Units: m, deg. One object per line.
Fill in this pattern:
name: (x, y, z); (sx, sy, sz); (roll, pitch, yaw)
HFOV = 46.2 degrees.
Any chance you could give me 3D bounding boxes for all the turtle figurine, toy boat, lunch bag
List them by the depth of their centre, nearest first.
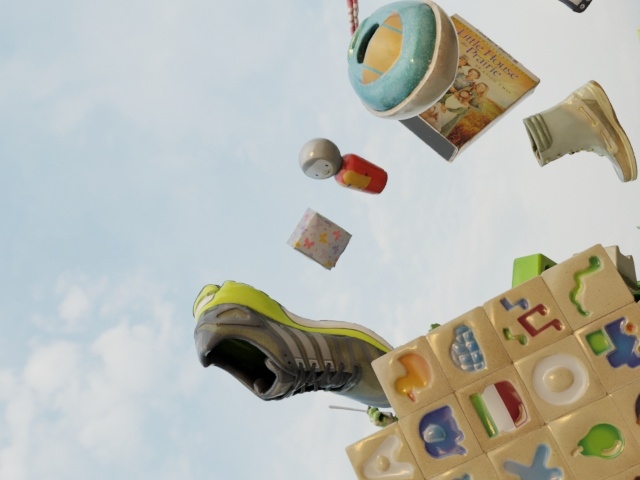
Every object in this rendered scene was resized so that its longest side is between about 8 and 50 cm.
toy boat: (0.084, -0.228, 1.164); (0.148, 0.267, 0.318); (19, -80, -23)
lunch bag: (0.000, 0.000, 1.170); (0.083, 0.053, 0.071); (31, -90, -21)
turtle figurine: (0.162, 0.289, 1.569); (0.198, 0.274, 0.266); (-17, -35, -42)

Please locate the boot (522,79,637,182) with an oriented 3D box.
boot: (0.501, -0.178, 1.448); (0.213, 0.165, 0.077); (60, -174, -10)

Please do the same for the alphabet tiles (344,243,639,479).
alphabet tiles: (0.201, 0.179, 0.623); (0.285, 0.342, 0.011); (64, -167, 17)

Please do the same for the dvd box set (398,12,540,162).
dvd box set: (0.338, -0.401, 1.912); (0.420, 0.307, 0.062); (-38, -15, -35)

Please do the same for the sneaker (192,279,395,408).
sneaker: (-0.027, 0.159, 0.945); (0.121, 0.300, 0.111); (-83, 14, -58)

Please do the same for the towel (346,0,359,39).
towel: (0.074, -0.400, 1.483); (0.144, 0.029, 0.197); (-88, -10, -62)

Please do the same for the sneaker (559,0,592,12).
sneaker: (0.537, -0.488, 1.343); (0.099, 0.282, 0.153); (-73, -11, -45)

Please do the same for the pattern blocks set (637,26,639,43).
pattern blocks set: (0.468, -0.228, 0.747); (0.026, 0.285, 0.325); (-26, -83, -53)

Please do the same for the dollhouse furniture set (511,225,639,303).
dollhouse furniture set: (0.372, 0.084, 0.756); (0.197, 0.301, 0.151); (25, -120, -42)
